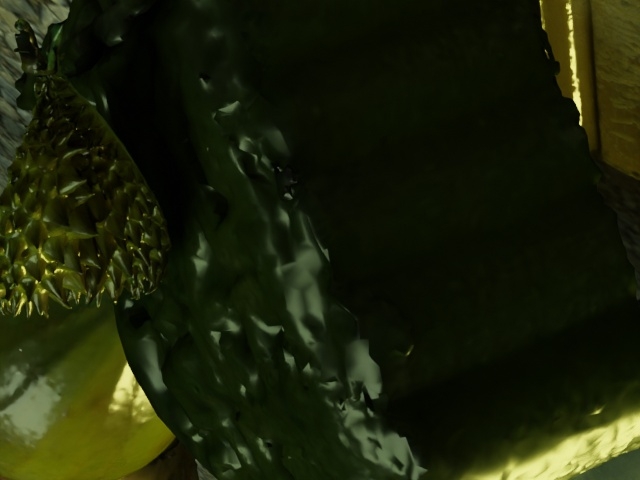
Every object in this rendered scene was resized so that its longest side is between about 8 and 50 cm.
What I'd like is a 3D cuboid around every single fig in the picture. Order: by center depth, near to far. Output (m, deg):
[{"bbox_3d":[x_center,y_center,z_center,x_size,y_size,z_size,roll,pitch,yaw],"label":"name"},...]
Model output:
[{"bbox_3d":[-0.196,0.084,1.489,0.239,0.239,0.271,43,148,-10],"label":"fig"}]

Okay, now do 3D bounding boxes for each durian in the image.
[{"bbox_3d":[-0.126,-0.019,0.848,0.215,0.086,0.100,111,138,-63],"label":"durian"}]

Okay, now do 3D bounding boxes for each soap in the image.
[{"bbox_3d":[0.148,-0.114,0.852,0.092,0.037,0.252,28,156,28],"label":"soap"}]

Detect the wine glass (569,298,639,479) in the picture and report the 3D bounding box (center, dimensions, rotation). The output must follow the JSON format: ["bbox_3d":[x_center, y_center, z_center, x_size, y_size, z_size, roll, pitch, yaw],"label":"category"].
[{"bbox_3d":[0.190,0.124,1.103,0.143,0.143,0.321,37,158,6],"label":"wine glass"}]

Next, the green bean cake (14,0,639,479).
[{"bbox_3d":[0.000,0.000,0.946,0.319,0.218,0.335,67,161,-1],"label":"green bean cake"}]

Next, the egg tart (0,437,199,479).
[{"bbox_3d":[-0.239,0.171,1.698,0.352,0.352,0.150,41,122,-4],"label":"egg tart"}]
